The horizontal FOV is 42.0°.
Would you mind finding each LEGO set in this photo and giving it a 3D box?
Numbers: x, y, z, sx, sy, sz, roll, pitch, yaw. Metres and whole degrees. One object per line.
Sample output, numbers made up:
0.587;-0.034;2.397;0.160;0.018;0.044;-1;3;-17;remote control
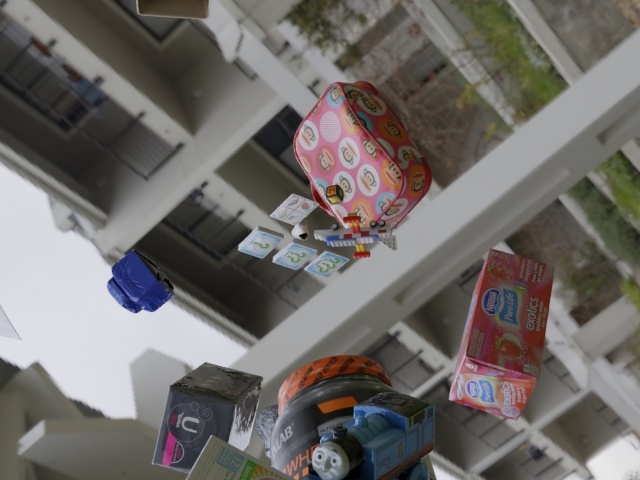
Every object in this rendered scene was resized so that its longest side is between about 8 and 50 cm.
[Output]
0.000;0.000;1.343;0.182;0.244;0.060;20;-127;-25;LEGO set

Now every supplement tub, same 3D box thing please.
0.049;0.326;1.064;0.207;0.207;0.338;40;-157;-38;supplement tub

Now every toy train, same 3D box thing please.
0.047;0.216;0.812;0.184;0.080;0.105;-11;-78;-54;toy train

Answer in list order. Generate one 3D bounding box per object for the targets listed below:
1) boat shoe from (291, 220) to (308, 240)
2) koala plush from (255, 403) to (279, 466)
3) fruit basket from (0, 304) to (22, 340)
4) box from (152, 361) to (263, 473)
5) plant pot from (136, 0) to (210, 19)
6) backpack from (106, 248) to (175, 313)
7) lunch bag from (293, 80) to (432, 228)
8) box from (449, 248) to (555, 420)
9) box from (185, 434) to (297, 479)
-0.043;-0.015;1.946;0.100;0.035;0.035;118;135;-71;boat shoe
0.017;0.346;1.535;0.203;0.221;0.196;50;150;15;koala plush
-0.739;0.033;1.618;0.165;0.327;0.353;-50;-54;-37;fruit basket
-0.228;0.368;1.740;0.143;0.165;0.270;13;-177;7;box
-0.217;-0.401;1.237;0.109;0.109;0.096;121;149;-73;plant pot
-0.341;0.085;1.585;0.098;0.101;0.120;52;180;20;backpack
0.069;-0.150;1.701;0.120;0.258;0.293;-13;-116;-42;lunch bag
0.308;0.153;1.406;0.122;0.128;0.257;17;-133;8;box
-0.108;0.305;0.781;0.114;0.103;0.203;27;-140;1;box
